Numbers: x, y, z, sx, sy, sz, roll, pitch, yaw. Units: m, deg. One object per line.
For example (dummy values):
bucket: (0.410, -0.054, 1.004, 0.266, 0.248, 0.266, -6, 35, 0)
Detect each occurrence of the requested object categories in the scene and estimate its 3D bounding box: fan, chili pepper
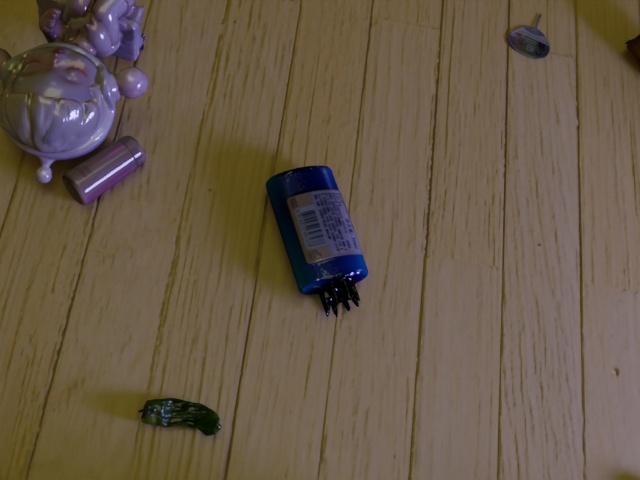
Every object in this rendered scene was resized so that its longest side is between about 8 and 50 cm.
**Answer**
fan: (0.307, -0.288, 1.199, 0.080, 0.003, 0.060, -34, 75, -20)
chili pepper: (-0.150, 0.189, 0.903, 0.091, 0.034, 0.030, 12, 98, -4)

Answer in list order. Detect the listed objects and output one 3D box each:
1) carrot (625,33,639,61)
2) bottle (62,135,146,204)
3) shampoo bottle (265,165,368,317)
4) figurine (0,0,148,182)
carrot: (0.518, -0.222, 1.166, 0.072, 0.072, 0.205, -32, 76, -20)
bottle: (-0.256, -0.085, 1.001, 0.096, 0.045, 0.045, -40, 77, -23)
shampoo bottle: (0.000, 0.000, 0.996, 0.087, 0.050, 0.183, -12, 68, -16)
figurine: (-0.308, -0.196, 1.004, 0.182, 0.144, 0.256, 26, 60, -18)
